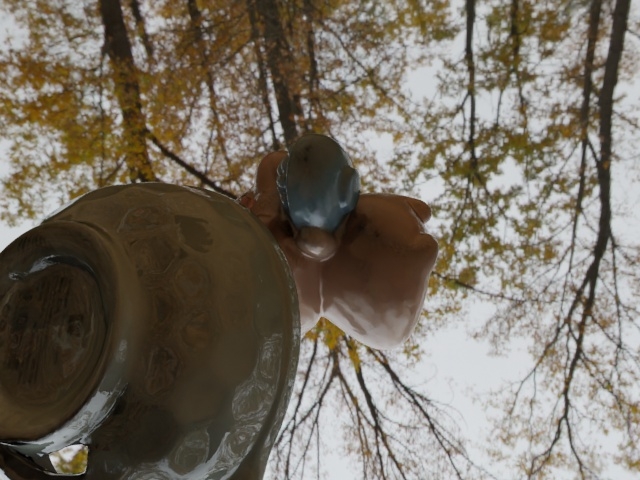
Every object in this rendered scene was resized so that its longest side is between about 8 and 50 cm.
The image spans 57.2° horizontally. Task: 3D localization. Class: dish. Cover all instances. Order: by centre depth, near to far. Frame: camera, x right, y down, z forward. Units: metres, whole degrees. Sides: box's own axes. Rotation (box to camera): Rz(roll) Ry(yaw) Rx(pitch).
[{"bbox_3d":[-0.160,0.075,0.422,0.303,0.120,0.303,-8,-111,23],"label":"dish"}]

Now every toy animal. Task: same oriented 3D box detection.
[{"bbox_3d":[0.003,0.016,0.638,0.229,0.221,0.210,-43,-155,35],"label":"toy animal"}]
